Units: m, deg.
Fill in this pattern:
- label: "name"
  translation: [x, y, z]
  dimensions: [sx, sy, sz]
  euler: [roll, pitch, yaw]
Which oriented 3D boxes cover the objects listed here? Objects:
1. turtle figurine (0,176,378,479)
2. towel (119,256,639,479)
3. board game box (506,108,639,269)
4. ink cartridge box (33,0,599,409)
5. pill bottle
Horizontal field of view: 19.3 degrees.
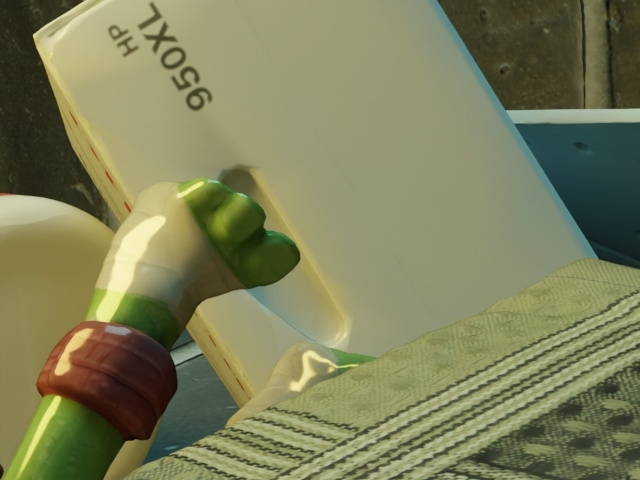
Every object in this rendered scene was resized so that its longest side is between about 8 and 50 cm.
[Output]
- label: "turtle figurine"
  translation: [-0.060, 0.115, 0.594]
  dimensions: [0.198, 0.266, 0.274]
  euler: [34, -27, 4]
- label: "towel"
  translation: [0.089, 0.089, 0.444]
  dimensions: [0.324, 0.056, 0.312]
  euler: [-23, 22, -40]
- label: "board game box"
  translation: [0.202, 0.011, 1.260]
  dimensions: [0.390, 0.050, 0.390]
  euler: [4, -29, 46]
- label: "ink cartridge box"
  translation: [0.000, 0.000, 0.988]
  dimensions: [0.166, 0.285, 0.395]
  euler: [-33, 1, -6]
- label: "pill bottle"
  translation: [-0.279, 0.071, 1.218]
  dimensions: [0.210, 0.210, 0.363]
  euler: [-7, 7, -39]
